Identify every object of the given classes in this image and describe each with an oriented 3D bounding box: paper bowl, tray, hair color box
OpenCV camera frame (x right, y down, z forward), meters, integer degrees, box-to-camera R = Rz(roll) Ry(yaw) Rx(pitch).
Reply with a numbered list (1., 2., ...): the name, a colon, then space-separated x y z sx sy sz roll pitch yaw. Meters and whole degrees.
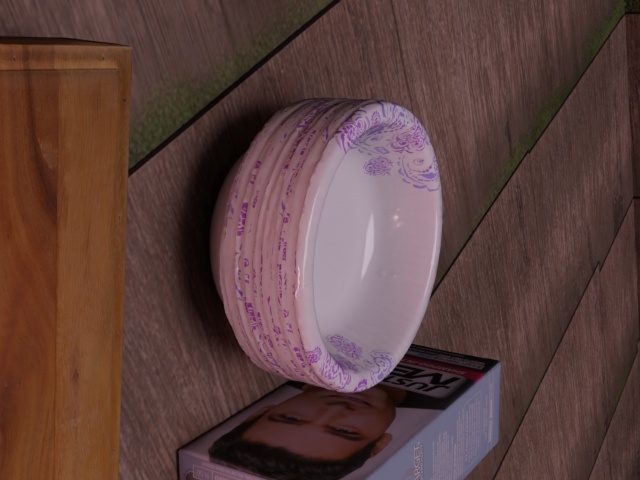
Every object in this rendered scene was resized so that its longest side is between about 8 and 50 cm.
1. paper bowl: 0.000 0.000 0.922 0.284 0.148 0.284 -19 112 -57
2. tray: -0.224 0.075 0.614 0.203 0.076 0.410 -18 115 -56
3. hair color box: 0.040 0.222 0.999 0.374 0.185 0.113 -23 117 -55
